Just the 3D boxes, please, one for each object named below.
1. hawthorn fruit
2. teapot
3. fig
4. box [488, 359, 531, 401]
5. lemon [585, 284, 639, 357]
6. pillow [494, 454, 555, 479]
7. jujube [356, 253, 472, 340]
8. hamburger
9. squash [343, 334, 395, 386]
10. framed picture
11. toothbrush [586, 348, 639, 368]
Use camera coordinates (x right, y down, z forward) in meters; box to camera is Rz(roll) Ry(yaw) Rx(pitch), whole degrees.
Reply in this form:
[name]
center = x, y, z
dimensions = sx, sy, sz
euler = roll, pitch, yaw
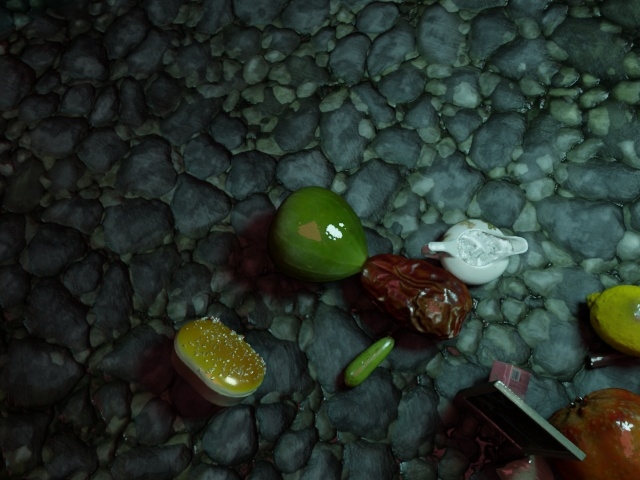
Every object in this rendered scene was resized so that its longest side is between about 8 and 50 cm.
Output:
[hawthorn fruit]
center = 0.744, 0.548, 1.126
dimensions = 0.287, 0.287, 0.330
euler = -31, 69, -1
[teapot]
center = 0.454, 0.033, 1.366
dimensions = 0.298, 0.139, 0.204
euler = -7, 76, 3
[fig]
center = 0.000, 0.000, 1.355
dimensions = 0.316, 0.316, 0.316
euler = -2, 76, 7
[box]
center = 0.525, 0.403, 1.261
dimensions = 0.060, 0.156, 0.111
euler = 5, 71, 47
[lemon]
center = 0.858, 0.219, 1.239
dimensions = 0.257, 0.188, 0.188
euler = 30, 81, 31
[pillow]
center = 0.586, 0.706, 1.226
dimensions = 0.148, 0.050, 0.229
euler = -23, 77, 6
[jujube]
center = 0.271, 0.151, 1.344
dimensions = 0.342, 0.216, 0.216
euler = 24, 80, 25
[hamburger]
center = -0.306, 0.354, 1.351
dimensions = 0.295, 0.227, 0.151
euler = 41, 107, 12
[squash]
center = 0.147, 0.361, 1.364
dimensions = 0.201, 0.066, 0.066
euler = -43, 74, -5
[framed picture]
center = 0.491, 0.461, 1.161
dimensions = 0.240, 0.324, 0.020
euler = 41, 73, 14
[toothbrush]
center = 0.942, 0.306, 1.284
dimensions = 0.364, 0.041, 0.040
euler = -14, 74, 4
